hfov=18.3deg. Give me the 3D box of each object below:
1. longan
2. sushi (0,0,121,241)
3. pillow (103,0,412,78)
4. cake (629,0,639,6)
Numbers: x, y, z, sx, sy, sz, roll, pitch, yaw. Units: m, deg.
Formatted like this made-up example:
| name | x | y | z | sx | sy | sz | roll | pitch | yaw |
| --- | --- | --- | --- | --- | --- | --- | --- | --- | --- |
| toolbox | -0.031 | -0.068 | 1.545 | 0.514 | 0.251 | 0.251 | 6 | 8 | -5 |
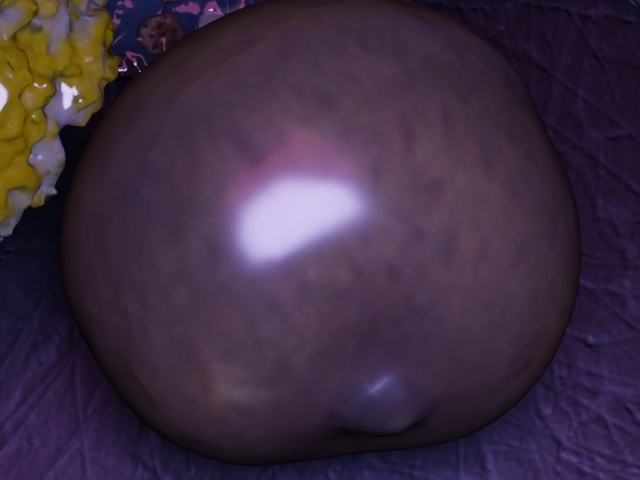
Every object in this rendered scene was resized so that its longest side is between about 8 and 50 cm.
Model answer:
| name | x | y | z | sx | sy | sz | roll | pitch | yaw |
| --- | --- | --- | --- | --- | --- | --- | --- | --- | --- |
| longan | 0.000 | 0.000 | 1.387 | 0.361 | 0.361 | 0.361 | 1 | 69 | -2 |
| sushi | -0.349 | -0.137 | 1.402 | 0.351 | 0.240 | 0.396 | -46 | 55 | 21 |
| pillow | -0.053 | -0.214 | 1.609 | 0.255 | 0.034 | 0.189 | -2 | 67 | -4 |
| cake | 0.325 | -0.261 | 1.571 | 0.283 | 0.172 | 0.158 | 41 | 71 | 14 |
